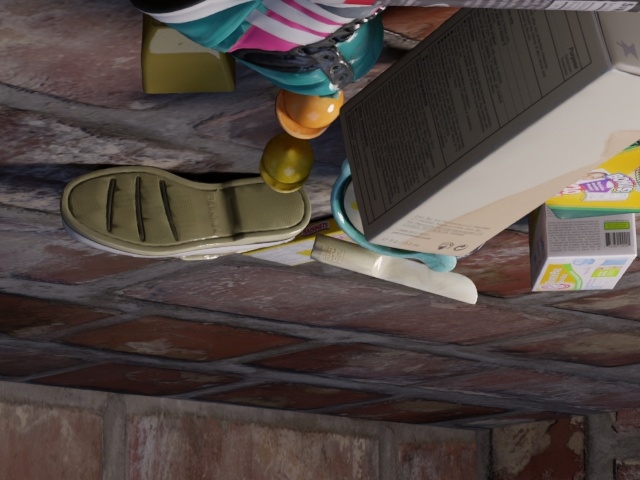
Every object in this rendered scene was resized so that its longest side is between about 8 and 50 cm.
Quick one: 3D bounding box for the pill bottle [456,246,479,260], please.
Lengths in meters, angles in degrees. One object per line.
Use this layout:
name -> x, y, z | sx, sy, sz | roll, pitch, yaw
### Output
pill bottle -> 0.144, -0.049, 1.889 | 0.130, 0.130, 0.246 | 0, 167, -4

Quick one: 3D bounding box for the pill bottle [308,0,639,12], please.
pill bottle -> 0.145, -0.230, 1.034 | 0.318, 0.176, 0.176 | 0, 167, -6

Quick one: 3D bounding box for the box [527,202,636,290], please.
box -> 0.328, -0.006, 2.141 | 0.114, 0.103, 0.203 | -2, 166, 2

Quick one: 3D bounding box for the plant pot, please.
plant pot -> -0.116, -0.181, 1.435 | 0.081, 0.082, 0.083 | -1, 156, 2

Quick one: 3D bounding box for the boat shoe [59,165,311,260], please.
boat shoe -> -0.168, -0.021, 2.020 | 0.302, 0.113, 0.103 | 3, 161, -19

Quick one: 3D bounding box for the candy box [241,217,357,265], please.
candy box -> 0.000, 0.000, 2.304 | 0.206, 0.027, 0.105 | -13, 160, 40

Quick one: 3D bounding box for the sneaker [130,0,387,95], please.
sneaker -> 0.016, -0.189, 1.295 | 0.295, 0.124, 0.178 | -1, 164, 36

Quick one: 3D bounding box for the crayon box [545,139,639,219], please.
crayon box -> 0.309, -0.097, 1.803 | 0.165, 0.081, 0.278 | -5, 166, 18

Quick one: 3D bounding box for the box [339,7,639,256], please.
box -> 0.162, -0.118, 1.425 | 0.121, 0.148, 0.311 | 9, 150, -37

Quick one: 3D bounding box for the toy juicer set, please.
toy juicer set -> 0.042, -0.038, 1.705 | 0.209, 0.089, 0.329 | 1, 133, 13
